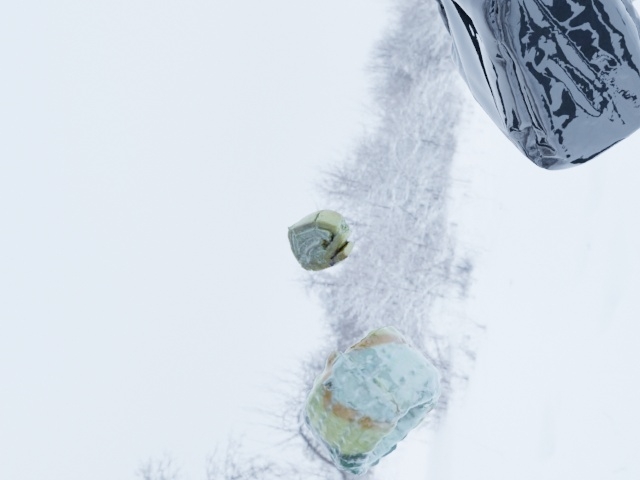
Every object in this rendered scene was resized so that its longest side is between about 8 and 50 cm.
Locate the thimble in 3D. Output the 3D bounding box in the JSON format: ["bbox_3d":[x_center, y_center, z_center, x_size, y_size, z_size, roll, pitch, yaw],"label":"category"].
[{"bbox_3d":[0.095,0.295,1.066,0.254,0.167,0.288,-40,-26,-11],"label":"thimble"}]

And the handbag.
[{"bbox_3d":[0.222,-0.266,0.624,0.275,0.177,0.302,51,-165,-44],"label":"handbag"}]

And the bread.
[{"bbox_3d":[0.000,0.000,1.179,0.064,0.156,0.118,-32,-86,-43],"label":"bread"}]
